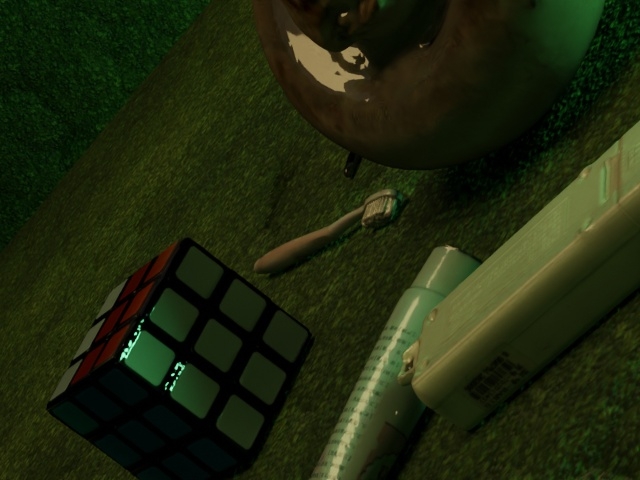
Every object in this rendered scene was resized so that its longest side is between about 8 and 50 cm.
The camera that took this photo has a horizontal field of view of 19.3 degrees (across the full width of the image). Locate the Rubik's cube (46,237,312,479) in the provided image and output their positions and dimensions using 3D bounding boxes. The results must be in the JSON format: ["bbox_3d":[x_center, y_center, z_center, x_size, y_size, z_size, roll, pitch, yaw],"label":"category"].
[{"bbox_3d":[-0.132,0.122,1.756,0.160,0.162,0.163,-33,25,51],"label":"Rubik's cube"}]

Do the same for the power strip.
[{"bbox_3d":[0.178,0.006,1.265,0.338,0.058,0.098,-45,16,31],"label":"power strip"}]

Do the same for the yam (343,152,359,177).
[{"bbox_3d":[0.041,-0.104,2.042,0.014,0.014,0.107,-40,20,41],"label":"yam"}]

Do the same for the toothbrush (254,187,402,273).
[{"bbox_3d":[0.000,0.000,1.907,0.307,0.025,0.029,-27,37,59],"label":"toothbrush"}]

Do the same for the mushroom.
[{"bbox_3d":[0.064,-0.238,1.601,0.294,0.362,0.362,-5,-27,-44],"label":"mushroom"}]

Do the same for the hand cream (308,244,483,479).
[{"bbox_3d":[0.029,0.150,1.392,0.331,0.058,0.085,-58,17,-20],"label":"hand cream"}]
